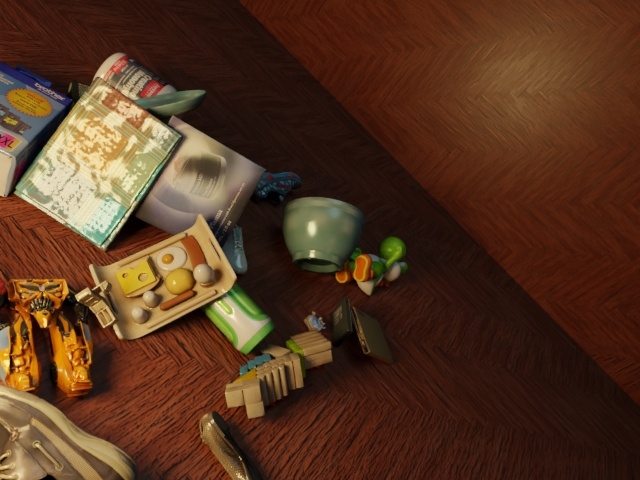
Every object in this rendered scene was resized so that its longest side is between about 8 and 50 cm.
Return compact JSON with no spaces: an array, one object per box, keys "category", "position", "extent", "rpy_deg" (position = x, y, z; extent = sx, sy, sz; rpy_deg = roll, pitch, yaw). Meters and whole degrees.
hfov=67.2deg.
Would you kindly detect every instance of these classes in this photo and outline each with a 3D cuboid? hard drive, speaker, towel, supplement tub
[{"category":"hard drive","position":[0.067,0.266,1.569],"extent":[0.022,0.094,0.135],"rpy_deg":[21,38,-20]},{"category":"speaker","position":[-0.263,0.168,1.318],"extent":[0.296,0.131,0.131],"rpy_deg":[45,33,6]},{"category":"towel","position":[-0.569,-0.196,1.243],"extent":[0.271,0.370,0.040],"rpy_deg":[35,0,-9]},{"category":"supplement tub","position":[-0.616,-0.488,1.652],"extent":[0.272,0.191,0.191],"rpy_deg":[33,34,-12]}]

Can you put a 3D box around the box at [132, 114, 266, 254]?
[{"category":"box","position":[-0.364,-0.154,1.396],"extent":[0.294,0.296,0.183],"rpy_deg":[28,1,-17]}]

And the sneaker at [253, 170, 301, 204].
[{"category":"sneaker","position":[-0.172,-0.195,1.880],"extent":[0.262,0.104,0.125],"rpy_deg":[-8,75,-45]}]

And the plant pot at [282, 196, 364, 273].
[{"category":"plant pot","position":[0.000,0.000,1.676],"extent":[0.293,0.293,0.196],"rpy_deg":[20,66,-30]}]

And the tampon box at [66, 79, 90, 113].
[{"category":"tampon box","position":[-0.728,-0.388,1.486],"extent":[0.101,0.120,0.161],"rpy_deg":[10,44,-40]}]

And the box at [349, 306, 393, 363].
[{"category":"box","position":[0.171,0.320,1.612],"extent":[0.201,0.021,0.164],"rpy_deg":[36,29,-52]}]

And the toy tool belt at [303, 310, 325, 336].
[{"category":"toy tool belt","position":[-0.011,0.269,1.526],"extent":[0.083,0.051,0.052],"rpy_deg":[50,34,13]}]

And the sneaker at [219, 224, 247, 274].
[{"category":"sneaker","position":[-0.274,0.004,1.524],"extent":[0.080,0.094,0.212],"rpy_deg":[6,47,-44]}]

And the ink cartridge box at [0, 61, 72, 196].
[{"category":"ink cartridge box","position":[-0.856,-0.332,1.273],"extent":[0.270,0.151,0.395],"rpy_deg":[28,34,-20]}]

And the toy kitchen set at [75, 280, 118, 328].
[{"category":"toy kitchen set","position":[-0.495,0.144,1.100],"extent":[0.068,0.083,0.075],"rpy_deg":[-36,70,-11]}]

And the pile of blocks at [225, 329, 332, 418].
[{"category":"pile of blocks","position":[-0.114,0.363,1.291],"extent":[0.362,0.149,0.112],"rpy_deg":[-21,110,-44]}]

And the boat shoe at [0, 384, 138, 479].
[{"category":"boat shoe","position":[-0.496,0.376,0.838],"extent":[0.355,0.132,0.130],"rpy_deg":[33,34,-10]}]

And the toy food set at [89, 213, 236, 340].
[{"category":"toy food set","position":[-0.393,0.082,1.206],"extent":[0.306,0.092,0.220],"rpy_deg":[-27,67,-18]}]

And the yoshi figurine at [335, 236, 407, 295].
[{"category":"yoshi figurine","position":[0.219,0.068,1.870],"extent":[0.362,0.203,0.203],"rpy_deg":[-2,46,-50]}]

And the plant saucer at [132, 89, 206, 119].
[{"category":"plant saucer","position":[-0.494,-0.396,1.438],"extent":[0.317,0.317,0.044],"rpy_deg":[-55,140,-57]}]

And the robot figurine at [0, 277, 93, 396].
[{"category":"robot figurine","position":[-0.578,0.191,1.007],"extent":[0.211,0.085,0.291],"rpy_deg":[3,49,-45]}]

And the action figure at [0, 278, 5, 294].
[{"category":"action figure","position":[-0.729,0.066,0.980],"extent":[0.280,0.139,0.091],"rpy_deg":[41,-13,39]}]

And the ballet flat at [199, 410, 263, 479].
[{"category":"ballet flat","position":[-0.196,0.500,1.077],"extent":[0.250,0.058,0.084],"rpy_deg":[54,-1,9]}]
